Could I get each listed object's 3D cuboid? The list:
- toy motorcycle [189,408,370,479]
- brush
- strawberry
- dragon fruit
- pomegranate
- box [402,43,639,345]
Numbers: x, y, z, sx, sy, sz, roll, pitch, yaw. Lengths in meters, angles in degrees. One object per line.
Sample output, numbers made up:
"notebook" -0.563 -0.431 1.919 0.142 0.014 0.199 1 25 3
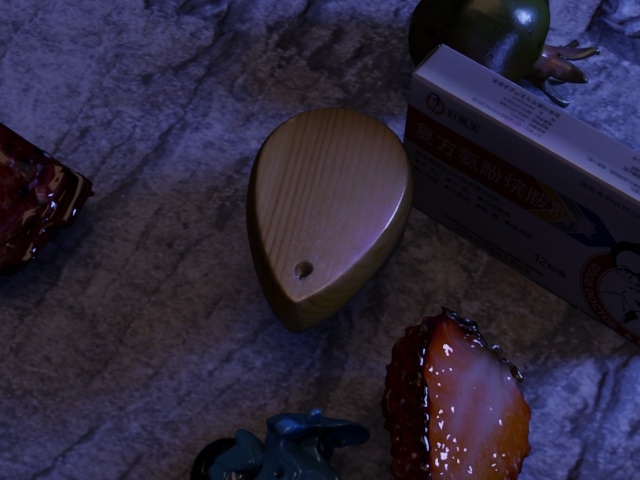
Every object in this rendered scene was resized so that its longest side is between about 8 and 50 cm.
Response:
"toy motorcycle" -0.003 0.271 1.230 0.182 0.123 0.272 -37 59 2
"brush" 0.000 0.000 1.377 0.174 0.166 0.266 14 57 7
"strawberry" 0.110 0.185 1.262 0.111 0.190 0.236 -24 24 34
"dragon fruit" -0.437 -0.043 1.454 0.329 0.228 0.286 20 89 -10
"pomegranate" 0.220 -0.241 1.551 0.224 0.181 0.181 25 57 -8
"box" 0.246 -0.044 1.381 0.353 0.214 0.069 32 59 19
